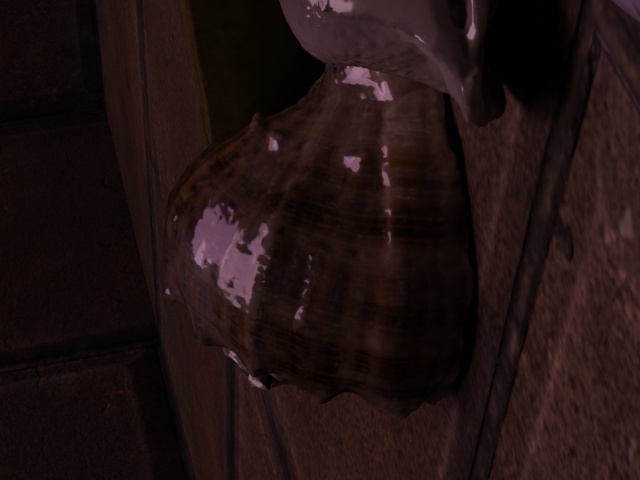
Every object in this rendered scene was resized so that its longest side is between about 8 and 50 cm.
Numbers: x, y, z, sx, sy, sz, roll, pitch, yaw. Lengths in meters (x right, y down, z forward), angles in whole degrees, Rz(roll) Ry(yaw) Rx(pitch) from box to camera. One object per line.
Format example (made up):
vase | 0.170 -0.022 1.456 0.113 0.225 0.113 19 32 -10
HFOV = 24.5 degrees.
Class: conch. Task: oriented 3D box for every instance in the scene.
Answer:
conch | -0.016 0.004 0.891 0.291 0.158 0.210 95 163 -46

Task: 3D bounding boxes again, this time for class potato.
potato | -0.046 -0.155 1.041 0.269 0.112 0.255 -103 7 -47

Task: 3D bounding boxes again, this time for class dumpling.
dumpling | 0.038 -0.129 0.690 0.155 0.111 0.181 17 -113 -68

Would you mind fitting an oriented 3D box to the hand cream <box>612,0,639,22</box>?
hand cream | 0.105 -0.108 0.480 0.255 0.048 0.079 -117 19 -58
